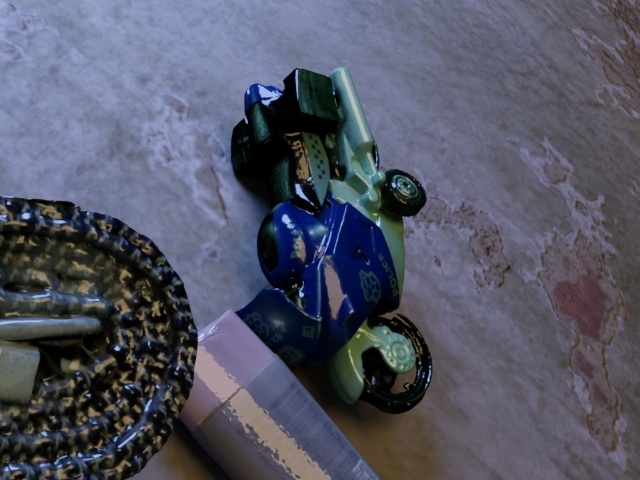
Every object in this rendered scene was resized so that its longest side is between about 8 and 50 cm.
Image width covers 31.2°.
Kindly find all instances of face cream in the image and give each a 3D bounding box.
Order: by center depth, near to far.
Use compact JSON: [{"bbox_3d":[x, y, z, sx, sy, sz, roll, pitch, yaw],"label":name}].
[{"bbox_3d":[-0.019,0.180,0.932,0.269,0.073,0.107,49,38,0],"label":"face cream"}]

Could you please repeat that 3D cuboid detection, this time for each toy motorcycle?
[{"bbox_3d":[0.000,0.000,1.051,0.196,0.125,0.331,7,60,-37],"label":"toy motorcycle"}]

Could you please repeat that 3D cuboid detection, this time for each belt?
[{"bbox_3d":[-0.241,0.082,0.764,0.295,0.161,0.206,-4,81,-40],"label":"belt"}]
